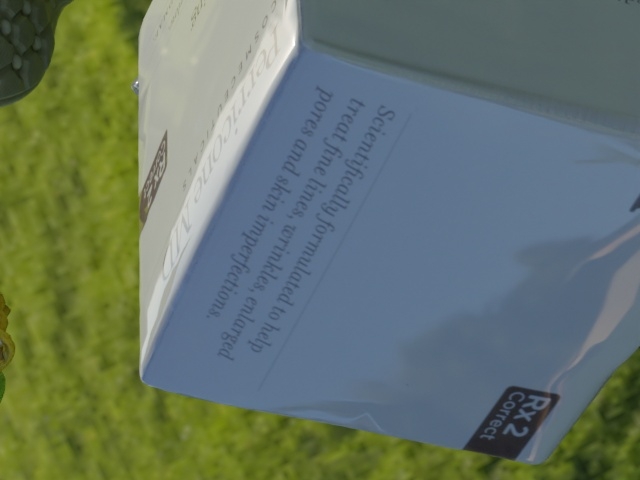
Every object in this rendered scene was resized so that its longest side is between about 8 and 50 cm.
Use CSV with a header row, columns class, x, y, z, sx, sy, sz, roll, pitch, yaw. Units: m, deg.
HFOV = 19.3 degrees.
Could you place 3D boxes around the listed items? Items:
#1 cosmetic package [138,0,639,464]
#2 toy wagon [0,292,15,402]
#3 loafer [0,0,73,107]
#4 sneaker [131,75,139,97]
class,x,y,z,sx,sy,sz,roll,pitch,yaw
cosmetic package,0.031,-0.050,0.637,0.184,0.151,0.151,-95,25,-46
toy wagon,-0.258,0.125,0.905,0.344,0.267,0.068,-26,119,32
loafer,-0.234,-0.162,1.260,0.319,0.111,0.112,-74,-29,-64
sneaker,-0.020,-0.086,0.976,0.111,0.129,0.297,42,180,-9
